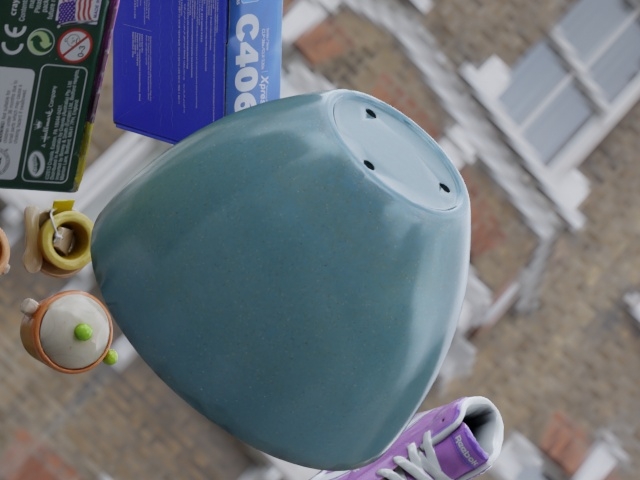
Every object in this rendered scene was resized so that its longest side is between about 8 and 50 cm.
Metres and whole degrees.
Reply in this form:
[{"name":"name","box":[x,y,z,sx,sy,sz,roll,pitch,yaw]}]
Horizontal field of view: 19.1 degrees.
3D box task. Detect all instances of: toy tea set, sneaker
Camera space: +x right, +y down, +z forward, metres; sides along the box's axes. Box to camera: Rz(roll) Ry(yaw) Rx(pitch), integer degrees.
[{"name":"toy tea set","box":[-0.376,0.061,2.139,0.124,0.336,0.200,-3,-87,61]},{"name":"sneaker","box":[0.073,0.233,1.823,0.102,0.282,0.161,53,-44,-5]}]

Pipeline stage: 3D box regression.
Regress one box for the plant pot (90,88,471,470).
[{"name":"plant pot","box":[0.000,0.000,1.441,0.290,0.290,0.195,42,-64,4]}]

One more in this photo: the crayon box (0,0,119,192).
[{"name":"crayon box","box":[-0.229,-0.262,1.396,0.313,0.106,0.362,-131,-131,-56]}]

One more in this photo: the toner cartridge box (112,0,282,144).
[{"name":"toner cartridge box","box":[-0.113,-0.263,1.756,0.165,0.075,0.347,18,-66,41]}]
